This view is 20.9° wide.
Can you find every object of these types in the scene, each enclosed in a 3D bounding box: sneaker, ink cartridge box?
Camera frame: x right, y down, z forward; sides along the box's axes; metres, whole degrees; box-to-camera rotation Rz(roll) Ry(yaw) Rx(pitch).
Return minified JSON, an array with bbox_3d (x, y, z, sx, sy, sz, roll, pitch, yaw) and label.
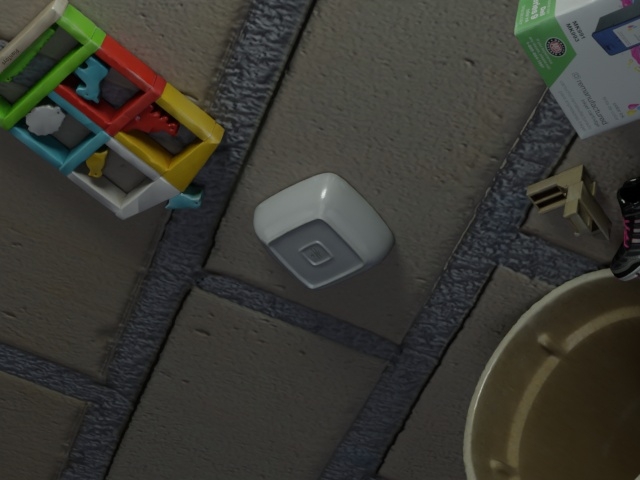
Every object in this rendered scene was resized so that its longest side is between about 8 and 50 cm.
[{"bbox_3d":[0.356,-0.029,1.933,0.075,0.063,0.170,22,128,-6],"label":"sneaker"},{"bbox_3d":[0.326,-0.214,1.750,0.212,0.093,0.154,-20,123,27],"label":"ink cartridge box"}]

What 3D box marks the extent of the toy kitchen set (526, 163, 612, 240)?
[{"bbox_3d":[0.277,-0.024,1.941,0.075,0.083,0.068,-22,122,31],"label":"toy kitchen set"}]

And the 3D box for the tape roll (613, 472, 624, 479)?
[{"bbox_3d":[0.310,0.325,2.260,0.219,0.072,0.219,8,132,9],"label":"tape roll"}]

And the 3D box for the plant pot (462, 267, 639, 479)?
[{"bbox_3d":[0.390,0.249,2.032,0.334,0.334,0.305,-30,130,34],"label":"plant pot"}]

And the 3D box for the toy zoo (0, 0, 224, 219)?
[{"bbox_3d":[-0.248,-0.135,2.017,0.293,0.030,0.192,38,130,-20],"label":"toy zoo"}]

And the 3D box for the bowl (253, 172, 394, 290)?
[{"bbox_3d":[0.000,0.000,2.060,0.142,0.053,0.142,-25,123,33],"label":"bowl"}]
